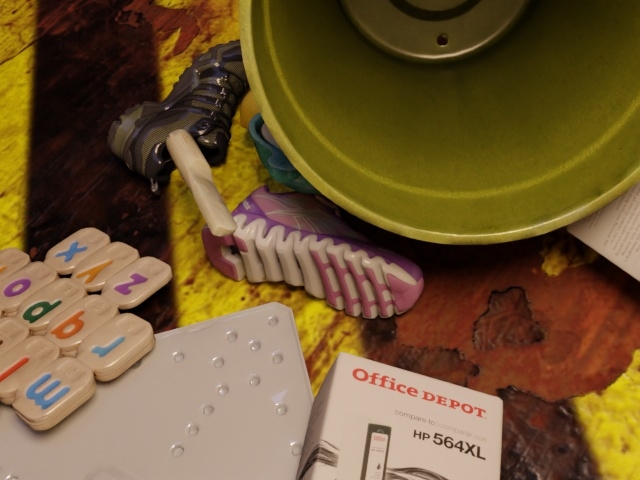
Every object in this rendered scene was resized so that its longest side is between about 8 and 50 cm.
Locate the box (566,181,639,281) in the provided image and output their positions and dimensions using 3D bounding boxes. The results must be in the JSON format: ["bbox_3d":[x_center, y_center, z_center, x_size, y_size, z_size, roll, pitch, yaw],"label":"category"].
[{"bbox_3d":[0.337,-0.009,0.834,0.130,0.091,0.170,-11,40,-43],"label":"box"}]

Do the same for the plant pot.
[{"bbox_3d":[0.124,-0.237,0.851,0.366,0.366,0.353,-9,25,5],"label":"plant pot"}]

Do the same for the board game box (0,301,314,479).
[{"bbox_3d":[-0.172,0.266,0.789,0.390,0.050,0.390,-16,51,0],"label":"board game box"}]

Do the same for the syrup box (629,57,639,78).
[{"bbox_3d":[0.383,-0.132,0.881,0.237,0.093,0.096,-10,41,-42],"label":"syrup box"}]

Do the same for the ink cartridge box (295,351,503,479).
[{"bbox_3d":[0.056,0.203,0.721,0.148,0.086,0.203,17,46,-4],"label":"ink cartridge box"}]

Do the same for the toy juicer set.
[{"bbox_3d":[-0.032,-0.116,0.956,0.329,0.089,0.209,-19,40,-39],"label":"toy juicer set"}]

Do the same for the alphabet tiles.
[{"bbox_3d":[-0.295,0.087,0.928,0.284,0.021,0.278,22,49,40],"label":"alphabet tiles"}]

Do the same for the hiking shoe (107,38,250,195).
[{"bbox_3d":[-0.131,-0.142,1.093,0.227,0.086,0.114,-39,68,-12],"label":"hiking shoe"}]

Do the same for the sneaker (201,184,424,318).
[{"bbox_3d":[0.000,0.000,0.939,0.236,0.095,0.104,16,50,24],"label":"sneaker"}]
